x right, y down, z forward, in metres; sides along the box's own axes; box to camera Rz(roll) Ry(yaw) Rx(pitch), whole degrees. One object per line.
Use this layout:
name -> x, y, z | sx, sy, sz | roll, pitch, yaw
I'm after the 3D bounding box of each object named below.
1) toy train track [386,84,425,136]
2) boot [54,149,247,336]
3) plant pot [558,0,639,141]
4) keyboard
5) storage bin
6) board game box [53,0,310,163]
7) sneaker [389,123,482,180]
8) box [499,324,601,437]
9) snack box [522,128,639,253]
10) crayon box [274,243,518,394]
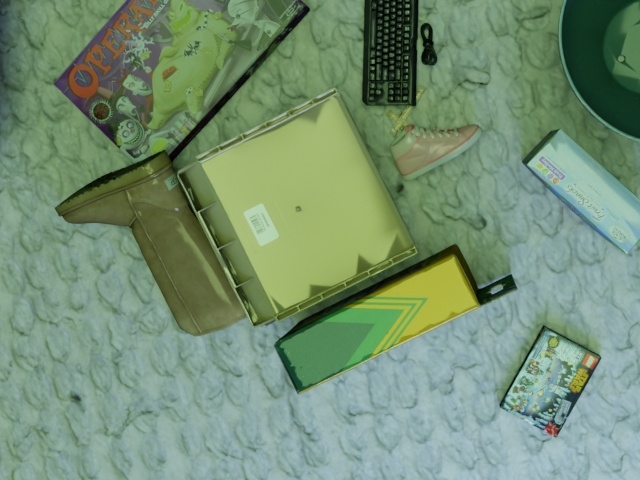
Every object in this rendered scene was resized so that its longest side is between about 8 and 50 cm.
toy train track -> 0.127, -0.190, 1.606 | 0.048, 0.014, 0.083 | 33, 97, 4
boot -> -0.251, 0.024, 1.632 | 0.236, 0.089, 0.269 | -17, 107, 37
plant pot -> 0.456, -0.269, 1.463 | 0.290, 0.195, 0.290 | 1, 94, 7
keyboard -> 0.115, -0.285, 1.591 | 0.108, 0.023, 0.180 | 1, 91, 8
storage bin -> -0.030, -0.043, 1.567 | 0.260, 0.123, 0.262 | -26, 90, 1
board game box -> -0.207, -0.287, 1.631 | 0.208, 0.056, 0.347 | 44, 99, 7
sneaker -> 0.162, -0.146, 1.580 | 0.134, 0.051, 0.070 | -29, 105, 13
box -> 0.333, 0.205, 1.598 | 0.094, 0.027, 0.137 | 28, 97, 4
snack box -> 0.359, -0.070, 1.485 | 0.174, 0.207, 0.070 | 43, 98, 4
crayon box -> 0.108, 0.093, 1.533 | 0.323, 0.203, 0.083 | -26, 90, 8
